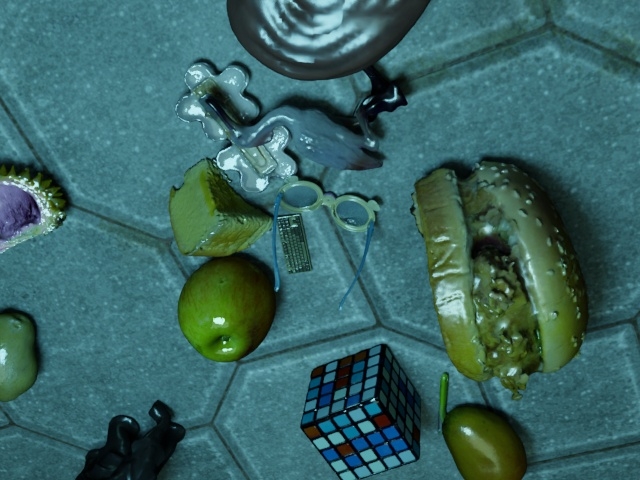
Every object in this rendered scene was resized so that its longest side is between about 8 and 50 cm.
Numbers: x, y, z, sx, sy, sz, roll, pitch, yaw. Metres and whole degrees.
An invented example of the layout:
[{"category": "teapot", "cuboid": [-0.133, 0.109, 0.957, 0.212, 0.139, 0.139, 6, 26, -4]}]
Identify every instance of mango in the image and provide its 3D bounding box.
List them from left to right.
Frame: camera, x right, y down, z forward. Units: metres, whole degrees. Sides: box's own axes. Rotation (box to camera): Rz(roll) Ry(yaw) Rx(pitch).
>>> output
[{"category": "mango", "cuboid": [0.351, 0.442, 1.623, 0.151, 0.120, 0.221, -20, 109, 20]}]

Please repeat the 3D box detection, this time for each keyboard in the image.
[{"category": "keyboard", "cuboid": [-0.051, 0.008, 1.471, 0.049, 0.015, 0.129, -5, 120, 10]}]

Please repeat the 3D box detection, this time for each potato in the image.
[{"category": "potato", "cuboid": [-0.672, 0.245, 1.632, 0.157, 0.157, 0.194, 23, 106, -7]}]

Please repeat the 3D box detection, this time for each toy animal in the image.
[{"category": "toy animal", "cuboid": [-0.012, -0.190, 1.300, 0.324, 0.090, 0.195, -13, 118, 2]}]

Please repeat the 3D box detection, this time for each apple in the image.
[{"category": "apple", "cuboid": [-0.182, 0.136, 1.474, 0.196, 0.196, 0.196, 3, 122, 5]}]

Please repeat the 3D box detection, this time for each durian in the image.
[{"category": "durian", "cuboid": [-0.650, -0.060, 1.461, 0.341, 0.112, 0.191, -23, 107, 11]}]

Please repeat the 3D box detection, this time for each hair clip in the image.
[{"category": "hair clip", "cuboid": [-0.144, -0.197, 1.331, 0.146, 0.075, 0.257, -35, 119, 8]}]

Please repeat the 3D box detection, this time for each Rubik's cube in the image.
[{"category": "Rubik's cube", "cuboid": [0.088, 0.353, 1.566, 0.182, 0.187, 0.184, -24, 113, 21]}]

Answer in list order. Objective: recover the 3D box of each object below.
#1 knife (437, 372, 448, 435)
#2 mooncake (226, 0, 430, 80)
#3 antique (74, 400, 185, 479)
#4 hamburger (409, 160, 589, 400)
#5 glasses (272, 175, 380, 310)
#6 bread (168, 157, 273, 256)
[{"category": "knife", "cuboid": [0.265, 0.357, 1.640, 0.026, 0.022, 0.184, 16, 127, 28]}, {"category": "mooncake", "cuboid": [0.018, -0.407, 1.121, 0.326, 0.174, 0.334, -4, 122, 12]}, {"category": "antique", "cuboid": [-0.445, 0.537, 1.710, 0.185, 0.255, 0.322, 37, 117, -12]}, {"category": "hamburger", "cuboid": [0.325, 0.101, 1.327, 0.268, 0.287, 0.445, -13, 121, 12]}, {"category": "glasses", "cuboid": [-0.008, 0.013, 1.374, 0.189, 0.221, 0.088, 17, 159, -8]}, {"category": "bread", "cuboid": [-0.195, -0.059, 1.430, 0.140, 0.169, 0.160, -41, 68, 26]}]
